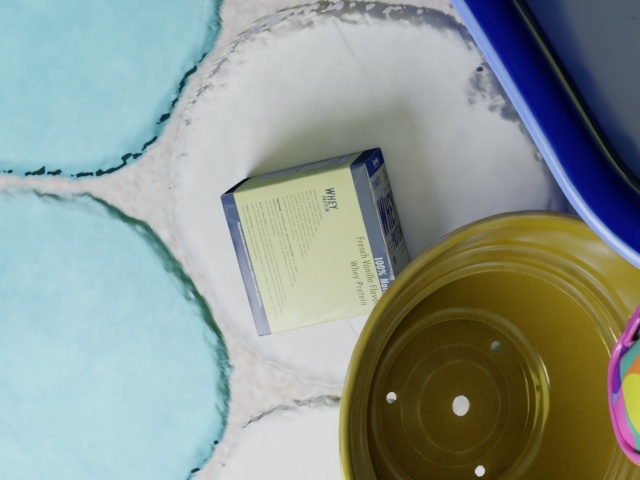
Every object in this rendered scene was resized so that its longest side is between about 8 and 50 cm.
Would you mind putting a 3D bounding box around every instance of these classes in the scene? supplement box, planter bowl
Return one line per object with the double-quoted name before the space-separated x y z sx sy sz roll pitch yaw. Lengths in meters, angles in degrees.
"supplement box" 0.000 0.000 0.821 0.083 0.056 0.083 -13 100 14
"planter bowl" 0.092 0.092 0.788 0.217 0.090 0.217 0 91 -23

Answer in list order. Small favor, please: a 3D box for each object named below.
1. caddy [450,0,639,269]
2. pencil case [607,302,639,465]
"caddy" 0.190 -0.134 0.675 0.241 0.179 0.341 -31 89 17
"pencil case" 0.264 0.072 0.735 0.236 0.104 0.104 5 105 -11
